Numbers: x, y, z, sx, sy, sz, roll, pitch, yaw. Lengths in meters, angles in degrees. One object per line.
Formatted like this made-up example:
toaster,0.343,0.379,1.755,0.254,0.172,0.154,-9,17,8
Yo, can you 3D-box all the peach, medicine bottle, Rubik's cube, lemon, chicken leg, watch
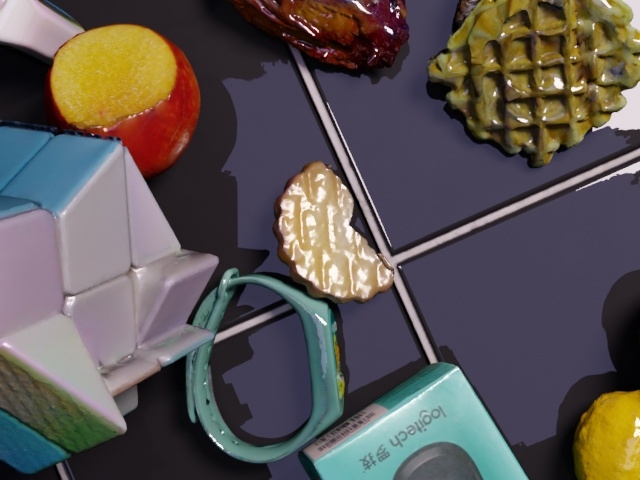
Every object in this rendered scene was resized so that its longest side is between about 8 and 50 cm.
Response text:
peach,-0.234,-0.161,0.940,0.190,0.192,0.190,0,93,-4
medicine bottle,-0.363,-0.264,0.941,0.115,0.219,0.078,32,94,7
Rubik's cube,-0.321,0.065,0.857,0.387,0.358,0.368,11,111,30
lemon,0.343,0.241,0.910,0.114,0.114,0.155,15,96,7
chicken leg,-0.061,-0.350,0.969,0.158,0.096,0.407,-43,83,1
watch,-0.070,0.149,0.987,0.195,0.068,0.237,-6,93,9

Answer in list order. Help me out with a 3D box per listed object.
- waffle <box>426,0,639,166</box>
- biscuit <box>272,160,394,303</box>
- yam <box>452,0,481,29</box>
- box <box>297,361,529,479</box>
waffle,0.247,-0.192,0.902,0.204,0.054,0.223,35,124,-11
biscuit,0.000,0.000,0.973,0.118,0.061,0.183,-25,86,-19
yam,0.227,-0.263,0.942,0.141,0.079,0.079,19,92,4
box,0.140,0.320,0.908,0.205,0.118,0.311,-30,87,-11
